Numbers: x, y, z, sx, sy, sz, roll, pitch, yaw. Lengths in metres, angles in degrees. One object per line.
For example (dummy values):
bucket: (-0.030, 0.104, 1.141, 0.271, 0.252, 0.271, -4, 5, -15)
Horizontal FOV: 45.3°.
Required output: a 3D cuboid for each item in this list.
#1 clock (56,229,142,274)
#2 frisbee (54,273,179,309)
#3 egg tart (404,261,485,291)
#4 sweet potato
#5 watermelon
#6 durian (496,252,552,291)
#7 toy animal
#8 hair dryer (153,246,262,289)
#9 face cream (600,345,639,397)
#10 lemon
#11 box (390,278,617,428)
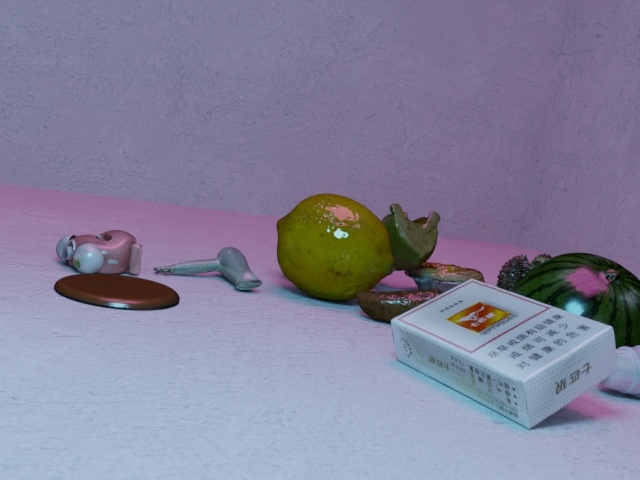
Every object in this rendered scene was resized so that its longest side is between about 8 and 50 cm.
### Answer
clock: (-0.512, 0.023, 1.767, 0.162, 0.093, 0.166, 0, 13, -41)
frisbee: (-0.412, 0.101, 1.565, 0.251, 0.021, 0.251, 8, 8, -1)
egg tart: (0.353, 0.116, 2.191, 0.234, 0.094, 0.234, 6, 6, -1)
sweet potato: (0.258, 0.155, 1.758, 0.341, 0.092, 0.114, 8, -10, -18)
watermelon: (0.564, 0.127, 1.641, 0.330, 0.189, 0.331, 9, 25, -4)
durian: (0.567, 0.127, 2.078, 0.196, 0.196, 0.167, 10, 35, 1)
toy animal: (0.171, 0.003, 2.188, 0.181, 0.180, 0.363, 1, -6, -36)
hair dryer: (-0.280, 0.075, 1.850, 0.237, 0.075, 0.206, -1, 17, -20)
face cream: (0.683, 0.259, 1.473, 0.345, 0.102, 0.102, 7, 7, -15)
lemon: (0.037, 0.020, 1.874, 0.310, 0.258, 0.258, 17, 8, 12)
box: (0.305, 0.179, 1.323, 0.210, 0.095, 0.330, -23, 24, -27)
